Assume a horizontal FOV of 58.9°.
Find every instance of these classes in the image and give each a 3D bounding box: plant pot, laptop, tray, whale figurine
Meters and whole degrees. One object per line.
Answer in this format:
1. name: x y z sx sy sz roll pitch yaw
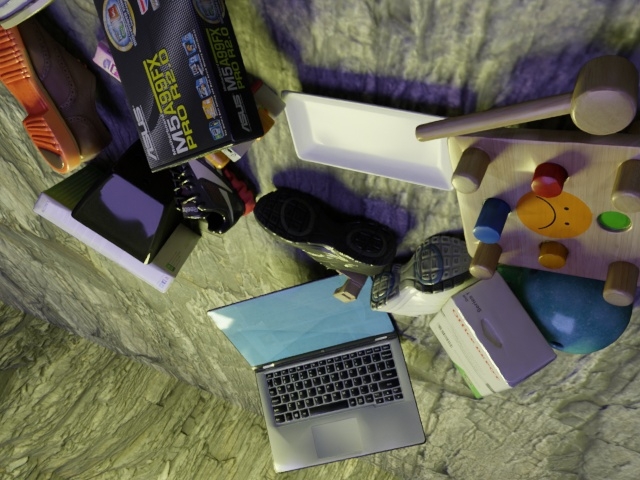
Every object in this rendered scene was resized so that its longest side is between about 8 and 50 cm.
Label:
1. plant pot: -0.366 -0.099 1.169 0.187 0.188 0.167 35 137 -10
2. laptop: -0.004 0.315 1.297 0.382 0.408 0.236 -16 168 12
3. tray: 0.076 -0.158 0.857 0.270 0.030 0.145 15 147 21
4. whale figurine: 0.366 0.118 0.929 0.216 0.141 0.272 35 152 -12

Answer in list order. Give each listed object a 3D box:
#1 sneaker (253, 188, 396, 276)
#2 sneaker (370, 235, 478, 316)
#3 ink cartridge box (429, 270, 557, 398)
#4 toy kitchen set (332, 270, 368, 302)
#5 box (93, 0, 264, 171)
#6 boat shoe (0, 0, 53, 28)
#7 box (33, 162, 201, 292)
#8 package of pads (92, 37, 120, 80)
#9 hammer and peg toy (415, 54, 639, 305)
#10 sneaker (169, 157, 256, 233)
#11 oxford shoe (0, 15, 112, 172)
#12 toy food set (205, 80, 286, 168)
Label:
1. sneaker: 0.000 0.000 1.091 0.286 0.109 0.130 25 156 9
2. sneaker: 0.214 0.076 1.054 0.129 0.111 0.297 20 156 -22
3. ink cartridge box: 0.273 0.162 0.933 0.160 0.092 0.219 59 171 17
4. toy kitchen set: 0.054 0.075 1.181 0.068 0.083 0.075 32 162 -8
5. box: -0.203 -0.248 0.791 0.216 0.060 0.270 -6 104 44
6. boat shoe: -0.391 -0.403 0.799 0.302 0.113 0.103 -14 130 35
7. box: -0.445 -0.036 1.288 0.322 0.232 0.058 36 110 -11
8. package of pads: -0.349 -0.305 0.978 0.083 0.032 0.050 38 151 -16
9. hammer and peg toy: 0.285 -0.079 0.713 0.266 0.127 0.361 10 144 31
10. sneaker: -0.233 -0.118 1.066 0.097 0.135 0.276 2 139 40
11. oxford shoe: -0.495 -0.311 1.016 0.130 0.132 0.364 13 129 38
12. toy food set: -0.142 -0.197 0.885 0.104 0.111 0.232 41 163 -16
